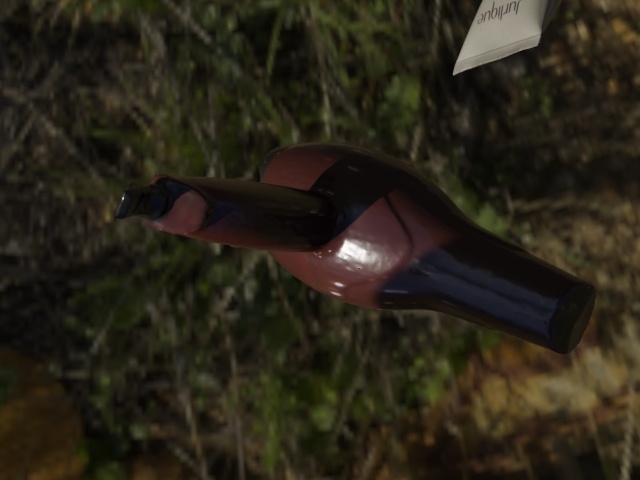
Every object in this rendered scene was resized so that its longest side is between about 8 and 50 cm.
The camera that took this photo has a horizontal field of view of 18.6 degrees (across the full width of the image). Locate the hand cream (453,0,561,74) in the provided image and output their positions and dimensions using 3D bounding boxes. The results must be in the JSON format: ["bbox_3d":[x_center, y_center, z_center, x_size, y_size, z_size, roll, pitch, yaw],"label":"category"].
[{"bbox_3d":[0.149,-0.191,1.306,0.054,0.186,0.087,39,151,-24],"label":"hand cream"}]

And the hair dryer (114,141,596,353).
[{"bbox_3d":[0.000,0.000,1.450,0.340,0.312,0.123,5,105,-49],"label":"hair dryer"}]
